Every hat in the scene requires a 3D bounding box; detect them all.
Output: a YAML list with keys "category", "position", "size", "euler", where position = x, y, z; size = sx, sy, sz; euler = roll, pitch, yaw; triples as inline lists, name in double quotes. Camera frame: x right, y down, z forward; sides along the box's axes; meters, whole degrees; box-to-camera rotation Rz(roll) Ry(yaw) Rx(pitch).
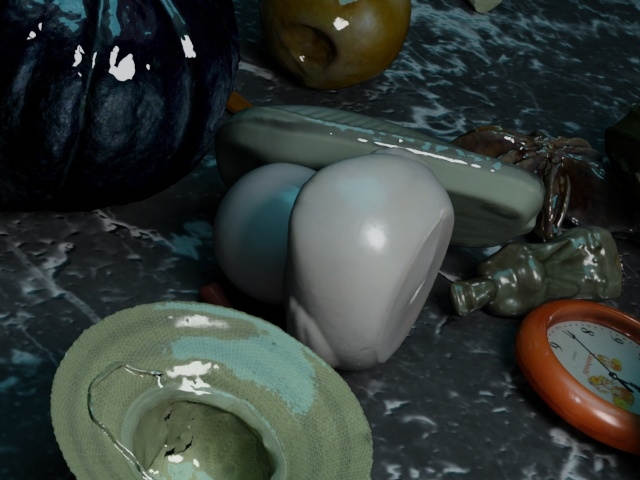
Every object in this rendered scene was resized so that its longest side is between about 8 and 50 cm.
- category: "hat"
  position: [-0.091, 0.171, 1.251]
  size: [0.252, 0.110, 0.252]
  euler: [14, 41, -13]

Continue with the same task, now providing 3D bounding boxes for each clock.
- category: "clock"
  position: [0.282, 0.133, 1.597]
  size: [0.205, 0.051, 0.205]
  euler: [18, 33, -12]

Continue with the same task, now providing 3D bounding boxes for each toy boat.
- category: "toy boat"
  position: [0.408, -0.093, 1.796]
  size: [0.136, 0.162, 0.445]
  euler: [59, 7, -4]

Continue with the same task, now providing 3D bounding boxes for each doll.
- category: "doll"
  position: [0.000, 0.000, 1.481]
  size: [0.221, 0.221, 0.251]
  euler: [29, -12, 10]

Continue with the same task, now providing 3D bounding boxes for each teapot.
- category: "teapot"
  position: [0.211, -0.356, 2.297]
  size: [0.083, 0.057, 0.067]
  euler: [40, -2, 32]

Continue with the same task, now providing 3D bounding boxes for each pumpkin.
- category: "pumpkin"
  position: [-0.249, -0.186, 1.547]
  size: [0.363, 0.266, 0.363]
  euler: [20, 31, -13]

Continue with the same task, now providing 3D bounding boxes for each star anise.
- category: "star anise"
  position: [0.253, -0.065, 1.852]
  size: [0.229, 0.093, 0.236]
  euler: [32, 28, 25]

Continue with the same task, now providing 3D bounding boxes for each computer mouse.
- category: "computer mouse"
  position: [0.058, -0.071, 1.630]
  size: [0.331, 0.197, 0.095]
  euler: [11, 73, -11]

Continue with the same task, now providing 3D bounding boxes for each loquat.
- category: "loquat"
  position: [0.019, -0.273, 1.936]
  size: [0.179, 0.179, 0.227]
  euler: [24, 35, 1]

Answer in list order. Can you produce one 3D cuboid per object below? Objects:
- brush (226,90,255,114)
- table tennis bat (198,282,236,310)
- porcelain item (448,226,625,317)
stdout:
- category: "brush"
  position: [-0.100, -0.155, 1.829]
  size: [0.314, 0.017, 0.090]
  euler: [38, 32, 24]
- category: "table tennis bat"
  position: [-0.063, 0.094, 1.473]
  size: [0.098, 0.019, 0.154]
  euler: [-5, 43, -39]
- category: "porcelain item"
  position: [0.211, 0.036, 1.677]
  size: [0.216, 0.081, 0.069]
  euler: [-10, 2, -38]
